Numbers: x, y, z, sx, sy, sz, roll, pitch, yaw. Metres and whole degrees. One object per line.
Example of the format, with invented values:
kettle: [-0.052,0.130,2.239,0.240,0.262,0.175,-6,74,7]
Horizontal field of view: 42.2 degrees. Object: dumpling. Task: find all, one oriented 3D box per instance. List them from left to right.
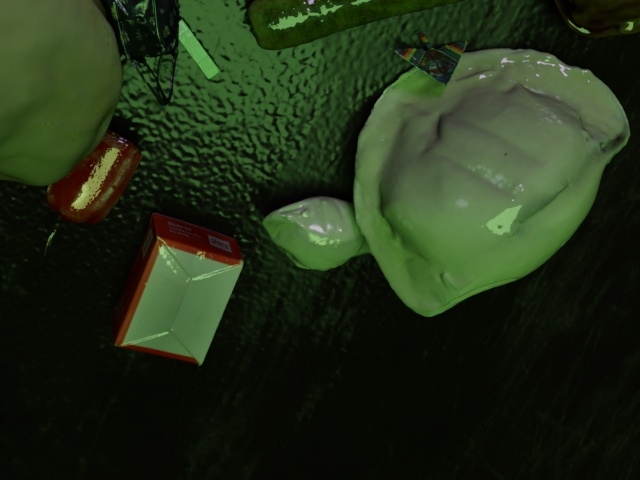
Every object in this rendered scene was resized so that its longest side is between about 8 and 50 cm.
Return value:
dumpling: [-0.002,-0.001,1.180,0.169,0.100,0.134,-11,156,-24]
dumpling: [0.210,-0.107,1.095,0.395,0.233,0.315,-39,84,0]

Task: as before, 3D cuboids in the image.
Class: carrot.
carrot: [0.083,-0.312,1.054,0.358,0.074,0.074,-15,117,-6]

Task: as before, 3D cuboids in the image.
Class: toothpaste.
toothpaste: [-0.162,-0.246,1.066,0.020,0.017,0.083,-35,116,3]

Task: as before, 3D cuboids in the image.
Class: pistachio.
pistachio: [-0.421,-0.175,0.870,0.445,0.281,0.365,0,135,-47]
pistachio: [0.370,-0.345,1.063,0.210,0.130,0.165,28,110,-13]

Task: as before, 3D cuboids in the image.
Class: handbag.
handbag: [-0.198,-0.231,0.991,0.072,0.115,0.139,-13,96,1]

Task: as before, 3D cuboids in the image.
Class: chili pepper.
chili pepper: [-0.313,-0.062,1.083,0.084,0.086,0.192,26,99,-50]

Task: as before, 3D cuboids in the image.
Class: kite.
kite: [0.152,-0.244,1.104,0.122,0.004,0.090,-16,73,-26]

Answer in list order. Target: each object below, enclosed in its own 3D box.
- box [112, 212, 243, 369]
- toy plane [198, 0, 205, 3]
box: [-0.203,0.070,1.161,0.133,0.099,0.182,16,109,-21]
toy plane: [-0.194,-0.369,0.966,0.262,0.088,0.192,6,141,-10]
